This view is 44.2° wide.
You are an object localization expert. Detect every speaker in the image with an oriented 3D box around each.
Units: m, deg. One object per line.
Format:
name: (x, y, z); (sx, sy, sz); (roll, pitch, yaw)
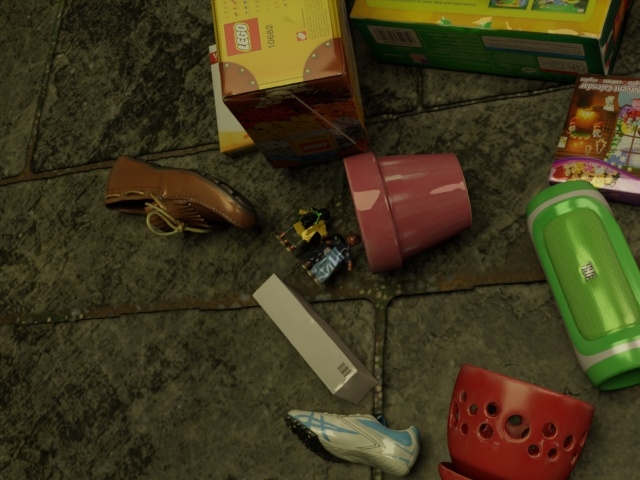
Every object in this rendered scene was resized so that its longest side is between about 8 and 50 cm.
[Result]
speaker: (0.404, 0.062, 1.160); (0.131, 0.131, 0.296); (-22, 61, 16)

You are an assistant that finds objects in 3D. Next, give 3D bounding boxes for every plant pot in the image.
plant pot: (0.147, -0.061, 1.306); (0.180, 0.201, 0.201); (-14, 63, 2)
plant pot: (0.268, 0.282, 1.102); (0.191, 0.191, 0.174); (13, 84, 29)

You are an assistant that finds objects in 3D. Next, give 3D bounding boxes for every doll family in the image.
doll family: (0.000, 0.000, 1.411); (0.111, 0.076, 0.193); (-42, 63, -1)

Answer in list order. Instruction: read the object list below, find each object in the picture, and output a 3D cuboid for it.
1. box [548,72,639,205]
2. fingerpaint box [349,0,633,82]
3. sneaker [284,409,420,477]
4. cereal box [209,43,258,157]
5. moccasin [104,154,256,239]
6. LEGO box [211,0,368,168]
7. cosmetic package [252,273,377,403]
box: (0.528, -0.152, 1.229); (0.293, 0.057, 0.201); (11, 75, 28)
fingerpaint box: (0.330, -0.493, 1.404); (0.445, 0.163, 0.371); (13, 76, 29)
sneaker: (0.050, 0.310, 1.259); (0.237, 0.085, 0.086); (9, 47, 31)
cereal box: (-0.131, -0.303, 1.586); (0.173, 0.047, 0.240); (-14, 75, 21)
moccasin: (-0.284, -0.069, 1.530); (0.380, 0.139, 0.147); (16, 78, 30)
LEGO box: (-0.059, -0.425, 1.363); (0.193, 0.372, 0.500); (-9, 78, 7)
cosmetic package: (-0.012, 0.166, 1.330); (0.060, 0.099, 0.239); (-46, 57, 4)
